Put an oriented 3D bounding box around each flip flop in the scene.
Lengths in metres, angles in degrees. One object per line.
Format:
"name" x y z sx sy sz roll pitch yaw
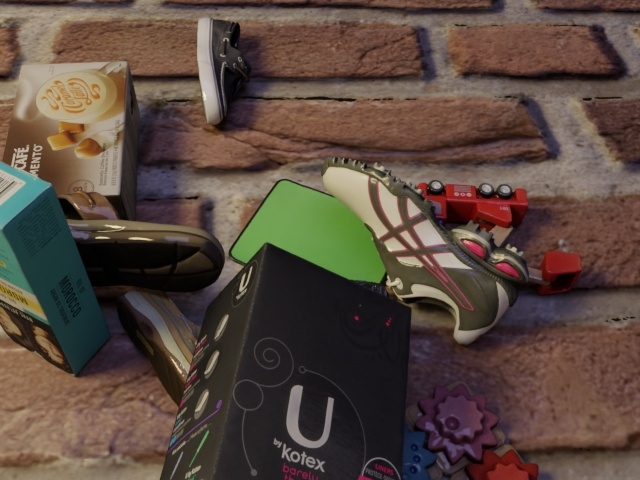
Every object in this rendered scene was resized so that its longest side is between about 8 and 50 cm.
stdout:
"flip flop" -0.234 -0.009 0.736 0.276 0.112 0.080 5 53 7

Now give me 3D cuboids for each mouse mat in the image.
"mouse mat" 0.000 0.000 0.857 0.189 0.007 0.153 20 53 15

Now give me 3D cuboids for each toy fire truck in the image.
"toy fire truck" 0.209 -0.005 0.846 0.192 0.047 0.135 4 53 1

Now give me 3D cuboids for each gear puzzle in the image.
"gear puzzle" 0.161 0.283 0.611 0.175 0.044 0.339 -22 56 -20

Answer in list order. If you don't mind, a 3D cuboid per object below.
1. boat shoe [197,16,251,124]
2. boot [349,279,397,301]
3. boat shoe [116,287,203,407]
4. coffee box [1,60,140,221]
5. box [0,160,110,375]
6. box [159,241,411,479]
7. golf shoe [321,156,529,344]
"boat shoe" -0.139 -0.254 1.015 0.076 0.080 0.229 -5 44 -5
"boot" 0.026 0.072 0.741 0.121 0.099 0.045 7 66 15
"boat shoe" -0.141 0.110 0.725 0.072 0.068 0.190 -22 54 -33
"coffee box" -0.307 -0.110 0.868 0.141 0.098 0.247 -4 51 -6
"box" -0.282 0.029 0.663 0.100 0.244 0.060 24 54 17
"box" -0.030 0.166 0.599 0.165 0.143 0.270 25 48 -19
"golf shoe" 0.096 0.002 0.784 0.272 0.105 0.120 35 92 18
